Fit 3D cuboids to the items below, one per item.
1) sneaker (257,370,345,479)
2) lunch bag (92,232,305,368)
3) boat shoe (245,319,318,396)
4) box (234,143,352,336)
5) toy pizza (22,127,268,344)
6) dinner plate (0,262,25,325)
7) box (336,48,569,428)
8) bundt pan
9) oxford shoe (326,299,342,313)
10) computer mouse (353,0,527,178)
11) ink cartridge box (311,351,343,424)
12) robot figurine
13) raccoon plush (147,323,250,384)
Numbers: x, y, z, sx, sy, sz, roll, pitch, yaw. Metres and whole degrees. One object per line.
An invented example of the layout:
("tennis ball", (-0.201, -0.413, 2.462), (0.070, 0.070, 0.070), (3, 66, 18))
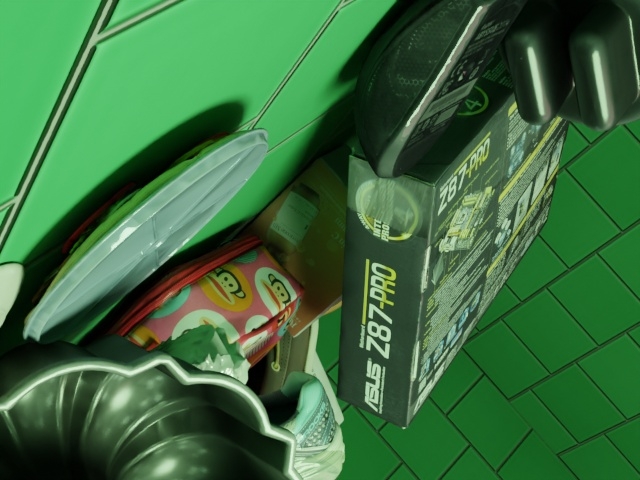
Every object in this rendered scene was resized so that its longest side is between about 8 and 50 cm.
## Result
("sneaker", (-0.117, 0.203, 1.078), (0.283, 0.122, 0.110), (-19, -148, -19))
("lunch bag", (-0.168, 0.131, 1.112), (0.293, 0.120, 0.258), (-43, 176, 26))
("boat shoe", (-0.075, 0.136, 1.286), (0.117, 0.324, 0.097), (-23, 144, 34))
("box", (0.000, 0.000, 1.230), (0.170, 0.130, 0.091), (-44, 176, 25))
("toy pizza", (-0.114, -0.009, 0.703), (0.201, 0.032, 0.201), (-42, 177, -2))
("dinner plate", (-0.218, 0.064, 0.614), (0.141, 0.017, 0.141), (-41, 175, -4))
("box", (0.153, -0.046, 1.143), (0.395, 0.097, 0.318), (-48, 153, -41))
("bundt pan", (-0.176, 0.209, 0.771), (0.331, 0.331, 0.124), (-41, -147, -11))
("oxford shoe", (-0.019, 0.065, 1.894), (0.364, 0.130, 0.132), (-41, 169, -29))
("computer mouse", (0.099, -0.168, 0.838), (0.272, 0.072, 0.188), (-58, 167, 29))
("ink cartridge box", (-0.200, 0.272, 1.411), (0.279, 0.160, 0.385), (-9, -161, 41))
("robot figurine", (0.263, -0.210, 0.979), (0.278, 0.209, 0.173), (-51, 175, -36))
("raccoon plush", (-0.192, 0.313, 0.932), (0.446, 0.299, 0.216), (-29, -163, 15))
